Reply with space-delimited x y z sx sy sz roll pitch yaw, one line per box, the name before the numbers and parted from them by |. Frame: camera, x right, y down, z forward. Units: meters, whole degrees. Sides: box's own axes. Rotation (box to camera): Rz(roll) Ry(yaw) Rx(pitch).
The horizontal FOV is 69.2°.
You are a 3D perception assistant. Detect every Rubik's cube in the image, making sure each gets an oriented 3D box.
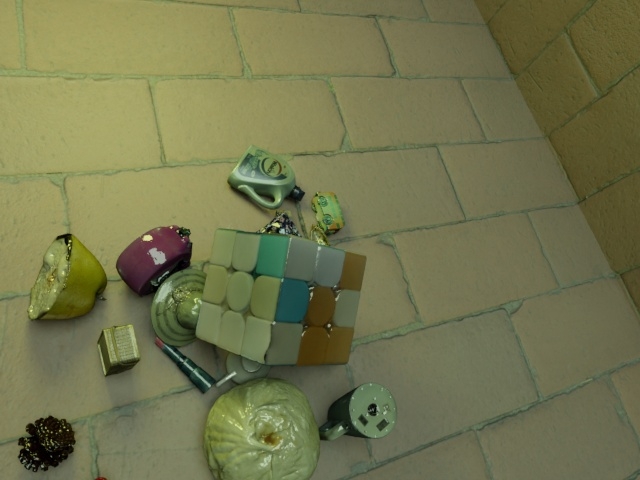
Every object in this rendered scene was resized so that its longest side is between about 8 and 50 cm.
Rubik's cube | -0.115 0.165 1.387 0.344 0.347 0.346 16 84 -47

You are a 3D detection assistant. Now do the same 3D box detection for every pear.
pear | -0.730 0.123 1.380 0.178 0.267 0.266 28 53 -47

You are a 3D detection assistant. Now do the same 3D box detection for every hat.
hat | -0.386 0.218 1.435 0.252 0.110 0.251 -8 100 -48

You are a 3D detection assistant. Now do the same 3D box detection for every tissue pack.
tissue pack | -0.138 -0.074 1.787 0.063 0.035 0.083 -1 69 -23

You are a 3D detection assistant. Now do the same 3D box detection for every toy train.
toy train | 0.029 -0.112 1.852 0.099 0.072 0.188 -7 70 -24

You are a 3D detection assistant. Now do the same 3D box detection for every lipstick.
lipstick | -0.428 0.378 1.449 0.234 0.053 0.053 43 58 2

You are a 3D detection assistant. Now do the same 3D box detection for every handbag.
handbag | -0.150 0.036 1.678 0.229 0.127 0.207 -41 93 -24

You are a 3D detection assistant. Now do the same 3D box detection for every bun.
bun | -0.155 0.578 1.369 0.349 0.227 0.352 -31 83 -32

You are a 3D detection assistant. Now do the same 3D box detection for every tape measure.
tape measure | -0.506 0.061 1.462 0.149 0.231 0.245 48 62 3

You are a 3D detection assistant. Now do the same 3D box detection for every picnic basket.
picnic basket | -0.587 0.318 1.348 0.080 0.164 0.115 -10 71 -35

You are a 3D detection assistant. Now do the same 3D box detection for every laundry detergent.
laundry detergent | -0.195 -0.224 1.793 0.281 0.105 0.214 33 58 -8

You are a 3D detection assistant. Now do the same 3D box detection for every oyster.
oyster | 0.000 0.000 1.808 0.086 0.029 0.132 4 77 -4

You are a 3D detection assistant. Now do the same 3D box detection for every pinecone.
pinecone | -0.722 0.534 1.216 0.140 0.140 0.120 36 91 -4

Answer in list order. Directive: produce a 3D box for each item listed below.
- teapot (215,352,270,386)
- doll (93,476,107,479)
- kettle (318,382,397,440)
teapot | -0.240 0.400 1.499 0.226 0.092 0.145 -29 79 -27
doll | -0.519 0.783 1.163 0.183 0.160 0.363 -16 74 -20
kettle | 0.097 0.567 1.470 0.211 0.243 0.160 -30 80 -33
